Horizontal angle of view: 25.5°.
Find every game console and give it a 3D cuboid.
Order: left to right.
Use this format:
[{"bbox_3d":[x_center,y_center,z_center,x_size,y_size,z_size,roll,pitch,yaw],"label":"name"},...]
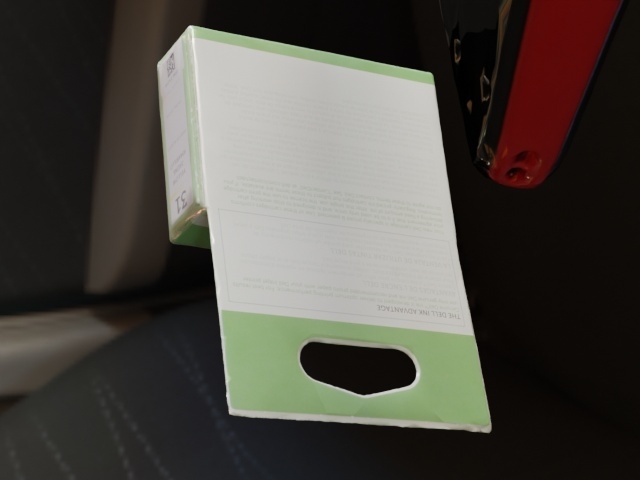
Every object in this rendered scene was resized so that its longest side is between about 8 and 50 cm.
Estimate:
[{"bbox_3d":[0.076,-0.265,0.521,0.342,0.060,0.386,95,171,-53],"label":"game console"}]

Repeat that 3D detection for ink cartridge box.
[{"bbox_3d":[0.000,0.000,0.808,0.056,0.171,0.235,-38,51,51],"label":"ink cartridge box"}]
